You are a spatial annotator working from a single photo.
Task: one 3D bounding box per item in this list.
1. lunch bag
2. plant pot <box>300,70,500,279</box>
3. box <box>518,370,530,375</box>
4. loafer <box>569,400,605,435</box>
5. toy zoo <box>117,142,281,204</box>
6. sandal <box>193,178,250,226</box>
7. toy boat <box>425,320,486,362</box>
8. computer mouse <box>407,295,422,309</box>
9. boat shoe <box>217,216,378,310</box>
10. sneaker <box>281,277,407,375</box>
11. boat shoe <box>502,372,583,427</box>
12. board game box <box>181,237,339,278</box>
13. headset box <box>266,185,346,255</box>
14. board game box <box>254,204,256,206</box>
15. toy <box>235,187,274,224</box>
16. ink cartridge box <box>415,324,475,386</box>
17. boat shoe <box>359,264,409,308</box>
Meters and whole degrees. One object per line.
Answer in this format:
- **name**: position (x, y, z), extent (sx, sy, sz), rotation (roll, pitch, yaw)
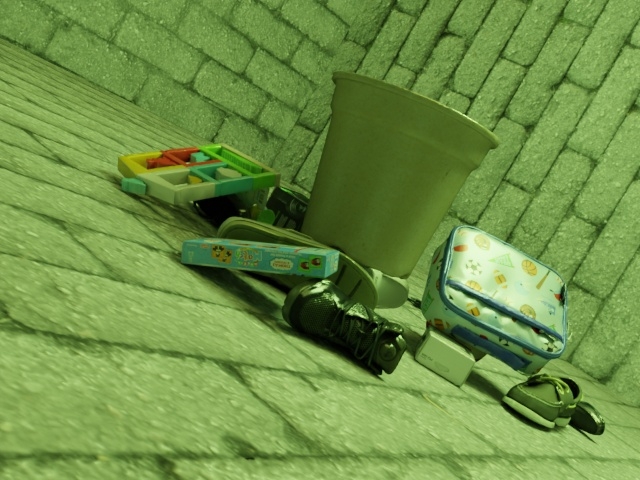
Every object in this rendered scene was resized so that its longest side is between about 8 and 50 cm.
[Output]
- **lunch bag**: position (0.355, 0.123, 1.689), extent (0.303, 0.115, 0.243), rotation (26, 47, -8)
- **plant pot**: position (0.118, -0.106, 1.585), extent (0.334, 0.305, 0.334), rotation (23, 2, -1)
- **box**: position (0.559, 0.263, 2.262), extent (0.091, 0.170, 0.130), rotation (33, 6, 29)
- **loafer**: position (0.540, 0.371, 1.847), extent (0.061, 0.062, 0.170), rotation (1, 17, -30)
- **toy zoo**: position (-0.246, -0.128, 1.612), extent (0.293, 0.030, 0.192), rotation (-13, 31, -41)
- **sandal**: position (-0.215, -0.078, 1.731), extent (0.054, 0.097, 0.254), rotation (-4, 22, -28)
- **toy boat**: position (0.287, 0.176, 1.797), extent (0.151, 0.151, 0.231), rotation (34, 37, -1)
- **computer mouse**: position (0.200, 0.127, 2.280), extent (0.242, 0.041, 0.071), rotation (28, 5, -32)
- **boat shoe**: position (-0.036, 0.036, 1.487), extent (0.302, 0.113, 0.103), rotation (28, 11, -14)
- **sneaker**: position (0.046, 0.126, 1.242), extent (0.130, 0.087, 0.227), rotation (27, -4, 41)
- **boat shoe**: position (0.444, 0.306, 1.679), extent (0.109, 0.091, 0.305), rotation (33, 6, 30)
- **board game box**: position (-0.086, 0.024, 1.293), extent (0.211, 0.039, 0.160), rotation (7, 3, 8)
- **headset box**: position (0.000, 0.000, 1.898), extent (0.283, 0.131, 0.246), rotation (31, 5, 12)
- **board game box**: position (-0.169, -0.077, 2.245), extent (0.136, 0.030, 0.259), rotation (26, 7, -19)
- **toy**: position (-0.163, -0.087, 1.766), extent (0.056, 0.137, 0.237), rotation (-1, 24, -34)
- **ink cartridge box**: position (0.232, 0.213, 1.592), extent (0.099, 0.056, 0.135), rotation (31, 5, 4)
- **boat shoe**: position (0.065, 0.086, 1.691), extent (0.277, 0.098, 0.096), rotation (18, 11, -23)
